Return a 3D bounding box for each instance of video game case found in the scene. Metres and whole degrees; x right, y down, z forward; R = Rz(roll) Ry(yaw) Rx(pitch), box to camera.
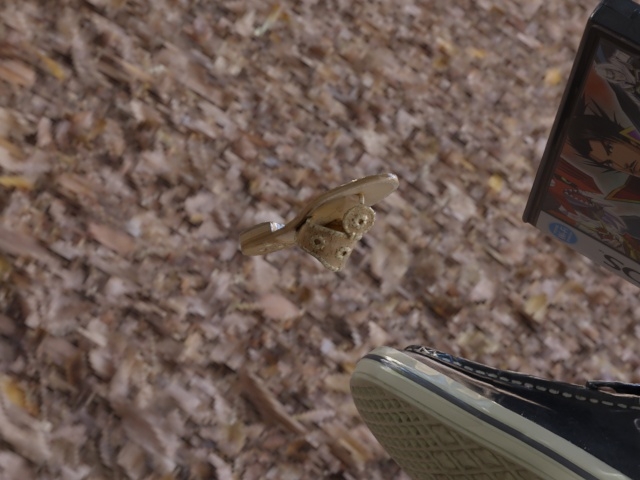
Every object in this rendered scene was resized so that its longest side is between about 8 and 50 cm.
[{"bbox_3d":[0.268,-0.021,0.821,0.248,0.275,0.035,32,69,14],"label":"video game case"}]

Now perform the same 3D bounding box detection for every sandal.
[{"bbox_3d":[0.005,0.000,1.369,0.088,0.240,0.079,3,72,-46],"label":"sandal"}]

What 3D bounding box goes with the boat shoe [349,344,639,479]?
[{"bbox_3d":[0.258,0.182,0.917,0.500,0.187,0.156,19,58,21],"label":"boat shoe"}]
